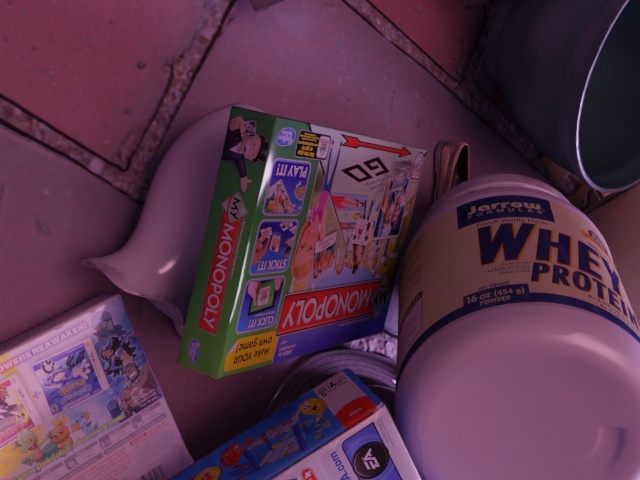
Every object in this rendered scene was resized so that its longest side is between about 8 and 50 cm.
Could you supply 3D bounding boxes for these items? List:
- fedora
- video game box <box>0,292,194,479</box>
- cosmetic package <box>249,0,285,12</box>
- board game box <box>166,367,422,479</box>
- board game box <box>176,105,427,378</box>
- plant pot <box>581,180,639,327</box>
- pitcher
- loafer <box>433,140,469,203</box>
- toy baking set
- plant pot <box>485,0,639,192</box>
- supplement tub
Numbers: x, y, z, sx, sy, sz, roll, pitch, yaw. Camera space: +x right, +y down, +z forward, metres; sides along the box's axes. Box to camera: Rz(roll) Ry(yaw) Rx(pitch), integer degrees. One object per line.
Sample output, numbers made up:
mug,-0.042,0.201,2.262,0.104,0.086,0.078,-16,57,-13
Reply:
fedora,0.072,0.250,0.882,0.275,0.124,0.243,42,66,-28
video game box,-0.233,0.172,0.709,0.205,0.048,0.187,-29,108,-33
cosmetic package,-0.057,-0.354,0.784,0.117,0.085,0.231,-40,110,-28
board game box,-0.027,0.322,0.729,0.302,0.086,0.308,-30,112,-11
board game box,0.000,0.000,0.772,0.317,0.046,0.213,-3,107,-61
plant pot,0.436,0.023,1.086,0.284,0.284,0.191,-30,84,-33
pitcher,-0.098,-0.011,0.778,0.207,0.125,0.178,-54,141,-14
loafer,0.166,-0.061,1.007,0.045,0.039,0.125,-4,92,-37
toy baking set,0.415,-0.118,1.199,0.256,0.030,0.196,-21,107,-28
plant pot,0.332,-0.231,1.005,0.293,0.196,0.293,-23,130,-31
supplement tub,0.195,0.089,0.831,0.235,0.235,0.325,55,21,-22
